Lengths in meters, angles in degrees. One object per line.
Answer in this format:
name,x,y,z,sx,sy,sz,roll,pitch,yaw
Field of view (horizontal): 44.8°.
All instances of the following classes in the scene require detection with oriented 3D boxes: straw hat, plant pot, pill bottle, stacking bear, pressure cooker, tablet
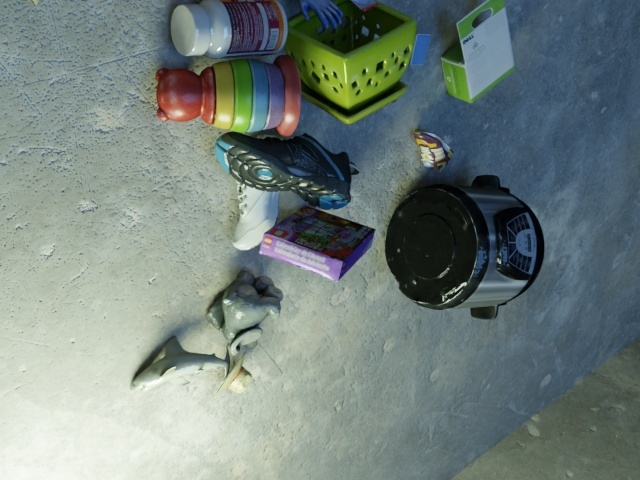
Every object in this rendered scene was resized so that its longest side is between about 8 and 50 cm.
straw hat,-0.217,0.370,2.063,0.144,0.061,0.144,-55,180,0
plant pot,0.069,-0.411,1.789,0.227,0.228,0.207,-32,139,-26
pill bottle,-0.187,-0.438,1.602,0.221,0.121,0.121,-14,123,-37
stacking bear,-0.199,-0.303,1.625,0.289,0.164,0.175,-3,100,-16
pressure cooker,0.447,0.014,2.299,0.421,0.375,0.369,2,133,-44
tablet,0.265,-0.508,2.067,0.054,0.006,0.083,-10,122,-39

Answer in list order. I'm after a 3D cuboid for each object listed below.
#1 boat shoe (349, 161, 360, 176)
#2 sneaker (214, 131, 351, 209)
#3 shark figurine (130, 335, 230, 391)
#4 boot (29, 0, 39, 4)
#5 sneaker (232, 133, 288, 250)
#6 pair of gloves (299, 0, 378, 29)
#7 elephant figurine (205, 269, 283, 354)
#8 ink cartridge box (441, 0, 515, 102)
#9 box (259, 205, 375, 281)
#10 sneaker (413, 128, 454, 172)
boat shoe,0.045,-0.190,2.029,0.137,0.043,0.049,4,113,-43
sneaker,-0.082,-0.182,1.777,0.341,0.125,0.139,21,62,-26
shark figurine,-0.330,0.292,1.942,0.278,0.116,0.166,-7,153,-32
boot,-0.503,-0.517,1.295,0.165,0.077,0.213,-50,141,-5
sneaker,-0.155,-0.120,1.861,0.129,0.111,0.297,20,94,-35
pair of gloves,0.026,-0.551,1.724,0.198,0.159,0.023,-33,169,-27
elephant figurine,-0.203,0.212,1.978,0.186,0.169,0.239,21,118,-19
ink cartridge box,0.425,-0.540,2.132,0.189,0.097,0.255,-39,134,-18
box,0.000,0.000,1.898,0.293,0.201,0.057,-40,147,-66
sneaker,0.317,-0.254,2.224,0.185,0.070,0.083,26,91,-47
